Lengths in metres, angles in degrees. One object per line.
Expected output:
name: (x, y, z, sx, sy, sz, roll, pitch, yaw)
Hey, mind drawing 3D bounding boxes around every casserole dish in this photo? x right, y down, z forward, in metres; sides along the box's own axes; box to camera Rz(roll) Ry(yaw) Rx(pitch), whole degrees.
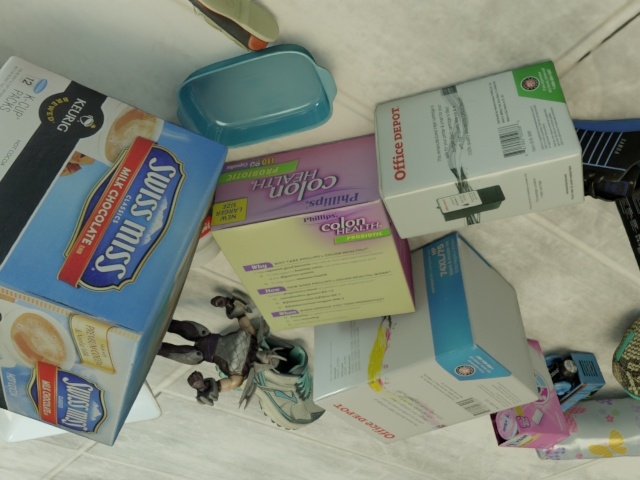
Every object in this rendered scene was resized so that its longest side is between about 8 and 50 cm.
casserole dish: (-0.073, -0.167, 0.796, 0.188, 0.037, 0.114, -12, 139, 16)

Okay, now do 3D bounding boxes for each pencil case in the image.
pencil case: (0.555, 0.367, 1.380, 0.273, 0.124, 0.113, -7, 119, 8)

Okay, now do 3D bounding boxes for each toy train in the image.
toy train: (0.440, 0.276, 1.300, 0.105, 0.080, 0.184, 6, 141, -16)

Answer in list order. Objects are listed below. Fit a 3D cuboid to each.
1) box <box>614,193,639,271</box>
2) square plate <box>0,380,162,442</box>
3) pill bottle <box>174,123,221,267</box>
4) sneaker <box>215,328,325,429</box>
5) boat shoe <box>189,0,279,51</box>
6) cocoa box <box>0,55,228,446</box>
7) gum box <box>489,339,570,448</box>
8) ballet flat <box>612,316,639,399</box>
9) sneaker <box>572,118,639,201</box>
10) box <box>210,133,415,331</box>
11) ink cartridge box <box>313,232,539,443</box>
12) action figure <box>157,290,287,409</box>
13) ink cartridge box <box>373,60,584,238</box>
box: (0.464, -0.017, 0.860, 0.147, 0.180, 0.077, -30, 131, 30)
square plate: (-0.436, 0.141, 1.052, 0.347, 0.049, 0.344, -15, 107, 26)
pill bottle: (-0.185, -0.049, 0.884, 0.108, 0.108, 0.180, -6, 141, 8)
sneaker: (-0.061, 0.251, 1.250, 0.122, 0.110, 0.283, -27, 134, 24)
boat shoe: (-0.104, -0.236, 0.702, 0.137, 0.049, 0.043, 26, 152, -38)
cocoa box: (-0.266, 0.036, 0.739, 0.228, 0.231, 0.347, 23, 144, -7)
gum box: (0.339, 0.255, 1.192, 0.107, 0.188, 0.062, 10, 140, -23)
ballet flat: (0.738, 0.189, 1.145, 0.483, 0.164, 0.182, 3, 125, 0)
sneaker: (0.321, -0.091, 0.841, 0.232, 0.090, 0.081, -7, 140, 8)
box: (0.000, 0.000, 0.935, 0.214, 0.117, 0.243, -10, 140, 13)
ink cartridge box: (0.151, 0.160, 1.064, 0.270, 0.197, 0.198, -26, 134, 28)
action figure: (-0.193, 0.166, 1.101, 0.285, 0.185, 0.099, 11, 142, 5)
ink cartridge box: (0.173, -0.100, 0.784, 0.208, 0.153, 0.087, -11, 140, 15)
